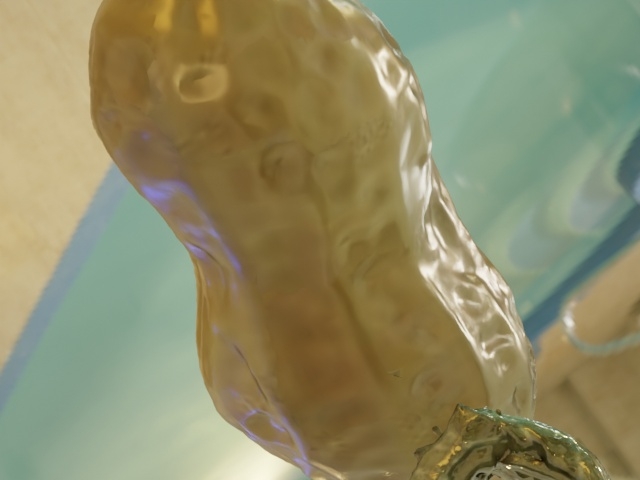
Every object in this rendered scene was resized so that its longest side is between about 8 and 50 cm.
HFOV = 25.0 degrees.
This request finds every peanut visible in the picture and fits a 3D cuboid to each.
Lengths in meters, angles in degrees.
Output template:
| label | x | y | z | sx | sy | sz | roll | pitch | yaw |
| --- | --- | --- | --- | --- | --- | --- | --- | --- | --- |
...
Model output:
| label | x | y | z | sx | sy | sz | roll | pitch | yaw |
| --- | --- | --- | --- | --- | --- | --- | --- | --- | --- |
| peanut | 0.000 | 0.000 | 0.645 | 0.149 | 0.149 | 0.313 | -30 | 123 | -12 |

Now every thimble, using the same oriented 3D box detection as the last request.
| label | x | y | z | sx | sy | sz | roll | pitch | yaw |
| --- | --- | --- | --- | --- | --- | --- | --- | --- | --- |
| thimble | 0.068 | 0.111 | 0.506 | 0.084 | 0.110 | 0.062 | -19 | 164 | -1 |
